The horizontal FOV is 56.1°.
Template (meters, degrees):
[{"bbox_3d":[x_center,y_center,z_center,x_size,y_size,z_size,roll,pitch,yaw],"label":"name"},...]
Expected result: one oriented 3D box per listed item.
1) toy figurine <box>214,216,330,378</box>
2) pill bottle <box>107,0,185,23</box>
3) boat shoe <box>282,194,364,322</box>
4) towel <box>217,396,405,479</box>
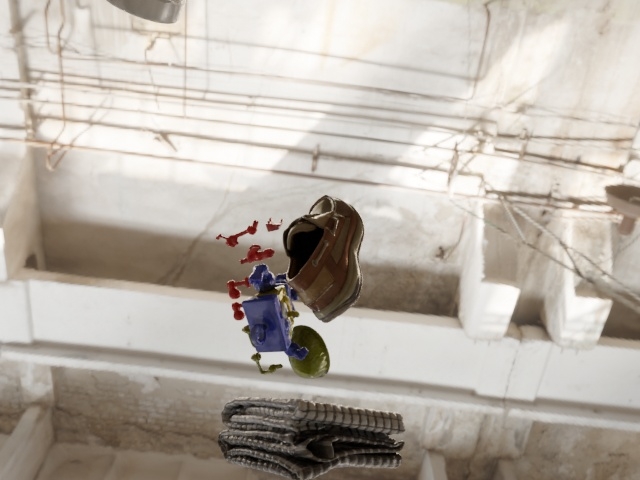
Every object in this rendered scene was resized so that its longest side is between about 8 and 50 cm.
[{"bbox_3d":[-0.107,0.161,1.142,0.191,0.363,0.217,-8,-161,13],"label":"toy figurine"},{"bbox_3d":[-0.116,-0.239,0.445,0.078,0.137,0.078,22,-151,-13],"label":"pill bottle"},{"bbox_3d":[0.000,0.000,1.042,0.116,0.123,0.324,38,-158,-21],"label":"boat shoe"},{"bbox_3d":[-0.019,0.351,1.064,0.235,0.121,0.283,17,160,-33],"label":"towel"}]
